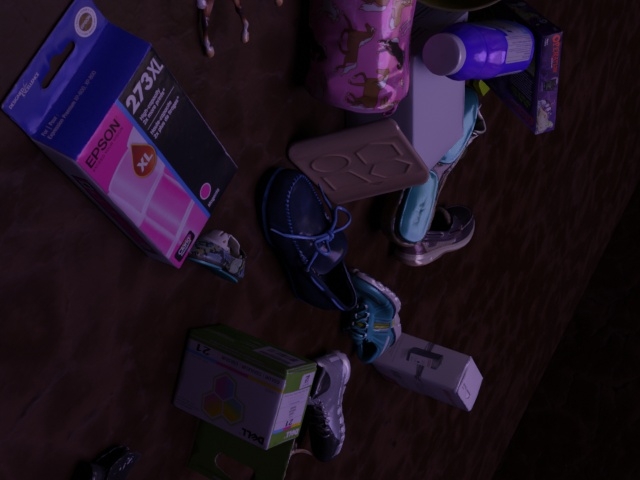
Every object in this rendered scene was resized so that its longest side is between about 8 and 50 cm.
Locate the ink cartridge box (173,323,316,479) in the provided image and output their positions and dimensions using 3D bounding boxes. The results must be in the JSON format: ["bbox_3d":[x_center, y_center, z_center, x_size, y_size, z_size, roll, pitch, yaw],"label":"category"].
[{"bbox_3d":[-0.134,0.283,1.518,0.097,0.188,0.255,-1,108,-62],"label":"ink cartridge box"}]

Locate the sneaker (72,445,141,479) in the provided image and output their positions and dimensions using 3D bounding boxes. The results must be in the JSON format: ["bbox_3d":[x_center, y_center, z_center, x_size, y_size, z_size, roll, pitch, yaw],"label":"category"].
[{"bbox_3d":[-0.322,0.375,1.385,0.089,0.051,0.170,31,77,-57],"label":"sneaker"}]

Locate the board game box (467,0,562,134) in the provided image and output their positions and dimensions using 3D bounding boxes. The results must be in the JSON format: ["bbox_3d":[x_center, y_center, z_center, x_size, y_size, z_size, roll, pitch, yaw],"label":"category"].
[{"bbox_3d":[0.355,-0.379,1.874,0.056,0.347,0.208,-12,130,-15],"label":"board game box"}]

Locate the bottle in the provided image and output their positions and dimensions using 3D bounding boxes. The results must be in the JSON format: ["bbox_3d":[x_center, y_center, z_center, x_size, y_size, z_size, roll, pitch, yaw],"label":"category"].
[{"bbox_3d":[0.261,-0.319,1.623,0.283,0.118,0.092,-21,124,-55],"label":"bottle"}]

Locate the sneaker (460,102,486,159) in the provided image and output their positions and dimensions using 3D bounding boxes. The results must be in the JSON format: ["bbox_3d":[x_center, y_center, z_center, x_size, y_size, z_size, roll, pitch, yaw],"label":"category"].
[{"bbox_3d":[0.320,-0.240,2.124,0.064,0.086,0.192,-54,148,-29],"label":"sneaker"}]

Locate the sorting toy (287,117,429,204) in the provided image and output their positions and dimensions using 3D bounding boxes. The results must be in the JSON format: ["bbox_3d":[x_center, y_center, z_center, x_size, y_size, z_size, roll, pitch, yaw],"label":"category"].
[{"bbox_3d":[0.068,-0.136,1.649,0.208,0.193,0.038,46,36,-58],"label":"sorting toy"}]

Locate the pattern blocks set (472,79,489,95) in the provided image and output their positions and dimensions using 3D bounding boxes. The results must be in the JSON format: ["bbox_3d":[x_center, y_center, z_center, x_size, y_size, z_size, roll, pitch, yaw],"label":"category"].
[{"bbox_3d":[0.411,-0.463,2.213,0.285,0.026,0.325,-61,151,-18],"label":"pattern blocks set"}]

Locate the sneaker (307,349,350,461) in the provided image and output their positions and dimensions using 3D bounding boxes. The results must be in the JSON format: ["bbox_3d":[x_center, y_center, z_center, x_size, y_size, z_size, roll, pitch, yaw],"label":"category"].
[{"bbox_3d":[-0.014,0.331,1.900,0.132,0.086,0.229,-3,99,-56],"label":"sneaker"}]

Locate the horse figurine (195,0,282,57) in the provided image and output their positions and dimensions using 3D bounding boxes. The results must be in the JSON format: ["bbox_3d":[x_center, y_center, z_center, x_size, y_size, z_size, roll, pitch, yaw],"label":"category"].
[{"bbox_3d":[-0.099,-0.368,1.308,0.263,0.066,0.174,-52,153,-28],"label":"horse figurine"}]

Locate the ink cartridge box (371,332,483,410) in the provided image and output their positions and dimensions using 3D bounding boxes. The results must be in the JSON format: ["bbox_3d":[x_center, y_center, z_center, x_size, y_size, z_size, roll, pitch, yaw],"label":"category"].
[{"bbox_3d":[0.238,0.288,2.166,0.092,0.218,0.158,-63,152,-16],"label":"ink cartridge box"}]

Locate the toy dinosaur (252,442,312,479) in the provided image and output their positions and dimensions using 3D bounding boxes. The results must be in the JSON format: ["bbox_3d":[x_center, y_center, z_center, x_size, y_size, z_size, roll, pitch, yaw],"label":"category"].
[{"bbox_3d":[-0.081,0.418,1.869,0.183,0.053,0.093,-27,146,-45],"label":"toy dinosaur"}]

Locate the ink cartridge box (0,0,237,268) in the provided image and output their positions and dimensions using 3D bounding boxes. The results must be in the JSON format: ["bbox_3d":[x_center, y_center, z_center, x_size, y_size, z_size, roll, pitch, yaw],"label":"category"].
[{"bbox_3d":[-0.234,-0.124,1.223,0.176,0.069,0.371,-61,149,-17],"label":"ink cartridge box"}]

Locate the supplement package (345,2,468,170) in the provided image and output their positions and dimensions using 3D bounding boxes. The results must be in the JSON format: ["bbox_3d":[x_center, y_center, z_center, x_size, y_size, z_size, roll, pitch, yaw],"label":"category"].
[{"bbox_3d":[0.155,-0.270,1.744,0.204,0.145,0.262,-45,142,-41],"label":"supplement package"}]

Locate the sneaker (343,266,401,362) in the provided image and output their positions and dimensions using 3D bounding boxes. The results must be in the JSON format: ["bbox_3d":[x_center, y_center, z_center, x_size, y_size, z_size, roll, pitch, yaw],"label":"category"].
[{"bbox_3d":[0.100,0.157,1.967,0.110,0.107,0.275,-47,145,-22],"label":"sneaker"}]

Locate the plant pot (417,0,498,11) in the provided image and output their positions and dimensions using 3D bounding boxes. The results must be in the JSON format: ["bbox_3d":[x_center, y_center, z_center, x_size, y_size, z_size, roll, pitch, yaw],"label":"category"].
[{"bbox_3d":[0.252,-0.573,1.652,0.293,0.274,0.275,-62,156,-52],"label":"plant pot"}]

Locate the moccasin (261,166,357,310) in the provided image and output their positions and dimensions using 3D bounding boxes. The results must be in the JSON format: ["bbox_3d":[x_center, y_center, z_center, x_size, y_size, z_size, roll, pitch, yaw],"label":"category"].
[{"bbox_3d":[0.000,0.000,1.661,0.138,0.116,0.342,-59,150,-22],"label":"moccasin"}]

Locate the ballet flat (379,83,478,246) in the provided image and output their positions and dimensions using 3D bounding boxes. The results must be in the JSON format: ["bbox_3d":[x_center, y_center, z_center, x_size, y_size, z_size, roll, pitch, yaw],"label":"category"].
[{"bbox_3d":[0.207,-0.155,1.952,0.123,0.123,0.349,27,84,-62],"label":"ballet flat"}]

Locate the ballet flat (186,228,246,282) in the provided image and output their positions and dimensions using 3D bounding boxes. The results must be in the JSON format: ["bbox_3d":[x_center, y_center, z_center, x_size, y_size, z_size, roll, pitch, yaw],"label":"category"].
[{"bbox_3d":[-0.155,0.015,1.439,0.188,0.070,0.070,49,63,-76],"label":"ballet flat"}]

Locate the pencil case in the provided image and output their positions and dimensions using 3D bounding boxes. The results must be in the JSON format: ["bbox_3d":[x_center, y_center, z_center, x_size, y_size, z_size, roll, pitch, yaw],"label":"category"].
[{"bbox_3d":[0.075,-0.390,1.491,0.160,0.167,0.386,-13,122,-37],"label":"pencil case"}]

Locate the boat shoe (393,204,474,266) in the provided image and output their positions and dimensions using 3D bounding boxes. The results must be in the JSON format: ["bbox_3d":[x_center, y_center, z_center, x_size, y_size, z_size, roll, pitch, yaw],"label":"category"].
[{"bbox_3d":[0.261,-0.030,2.138,0.285,0.103,0.092,-27,135,-45],"label":"boat shoe"}]
